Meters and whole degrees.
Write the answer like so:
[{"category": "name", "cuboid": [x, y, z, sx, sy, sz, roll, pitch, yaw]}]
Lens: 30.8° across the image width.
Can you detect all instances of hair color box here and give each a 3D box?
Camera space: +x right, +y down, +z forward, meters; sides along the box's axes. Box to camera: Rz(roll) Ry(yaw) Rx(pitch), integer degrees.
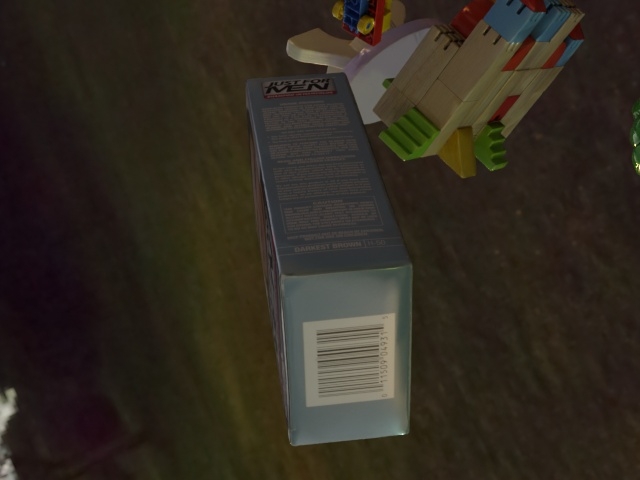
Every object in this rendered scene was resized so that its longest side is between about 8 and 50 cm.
[{"category": "hair color box", "cuboid": [0.000, 0.000, 1.120, 0.374, 0.114, 0.185, -103, 9, -57]}]

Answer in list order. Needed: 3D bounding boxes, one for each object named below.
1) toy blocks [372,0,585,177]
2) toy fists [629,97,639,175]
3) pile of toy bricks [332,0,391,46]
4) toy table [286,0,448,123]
[{"category": "toy blocks", "cuboid": [0.242, -0.253, 1.584, 0.191, 0.261, 0.381, 46, -152, 16]}, {"category": "toy fists", "cuboid": [0.445, -0.063, 1.316, 0.096, 0.142, 0.279, 26, -140, -62]}, {"category": "pile of toy bricks", "cuboid": [0.039, -0.256, 0.825, 0.118, 0.105, 0.212, 36, 146, 24]}, {"category": "toy table", "cuboid": [0.085, -0.319, 1.937, 0.161, 0.274, 0.252, 43, 130, 27]}]
